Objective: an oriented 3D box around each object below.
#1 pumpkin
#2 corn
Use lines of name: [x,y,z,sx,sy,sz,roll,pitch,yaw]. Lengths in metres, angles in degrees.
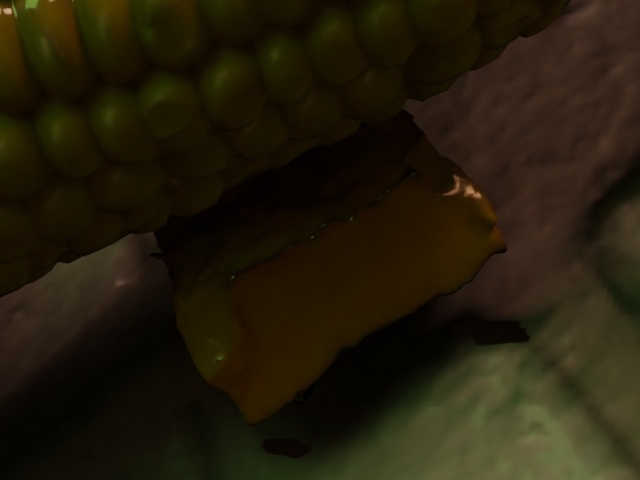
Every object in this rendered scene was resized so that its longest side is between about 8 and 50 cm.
pumpkin: [0.000,0.000,0.457,0.074,0.054,0.083,-31,26,1]
corn: [-0.113,-0.038,0.417,0.387,0.144,0.144,-18,46,4]
